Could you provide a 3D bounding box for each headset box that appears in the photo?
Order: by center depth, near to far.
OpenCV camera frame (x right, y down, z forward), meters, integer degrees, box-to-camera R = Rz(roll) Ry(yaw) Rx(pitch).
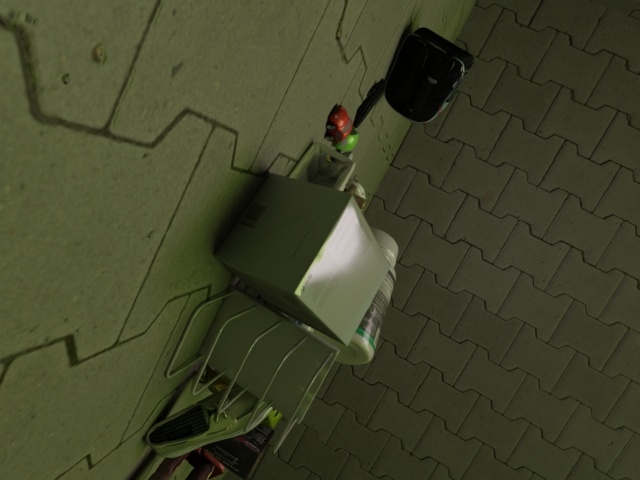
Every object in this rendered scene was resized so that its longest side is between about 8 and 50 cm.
[{"bbox_3d":[-0.315,0.750,1.661,0.110,0.218,0.293,-61,173,-3],"label":"headset box"}]

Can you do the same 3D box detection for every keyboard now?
[{"bbox_3d":[0.152,-0.417,1.325,0.180,0.023,0.108,-57,170,-33],"label":"keyboard"}]

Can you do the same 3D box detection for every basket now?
[{"bbox_3d":[-0.010,-0.119,1.012,0.167,0.113,0.103,-58,173,-22],"label":"basket"}]

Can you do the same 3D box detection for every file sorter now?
[{"bbox_3d":[-0.141,0.253,0.902,0.193,0.278,0.173,-63,167,11],"label":"file sorter"}]

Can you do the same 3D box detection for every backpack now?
[{"bbox_3d":[0.333,-0.515,1.409,0.191,0.225,0.253,-45,166,-47],"label":"backpack"}]

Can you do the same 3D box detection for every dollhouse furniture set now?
[{"bbox_3d":[-0.417,0.653,1.121,0.374,0.152,0.201,-46,-175,41],"label":"dollhouse furniture set"}]

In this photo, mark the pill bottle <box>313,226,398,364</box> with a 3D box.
[{"bbox_3d":[0.097,0.148,1.264,0.204,0.204,0.361,106,6,-55],"label":"pill bottle"}]

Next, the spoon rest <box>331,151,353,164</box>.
[{"bbox_3d":[0.035,-0.156,1.263,0.276,0.084,0.137,-53,168,-41],"label":"spoon rest"}]

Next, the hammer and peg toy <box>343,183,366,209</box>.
[{"bbox_3d":[0.000,0.000,1.421,0.361,0.127,0.266,-53,170,-44],"label":"hammer and peg toy"}]

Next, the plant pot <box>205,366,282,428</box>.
[{"bbox_3d":[-0.170,0.342,1.213,0.227,0.228,0.207,-56,164,-30],"label":"plant pot"}]

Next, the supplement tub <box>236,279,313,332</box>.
[{"bbox_3d":[-0.110,0.173,1.062,0.144,0.200,0.144,-60,172,-14],"label":"supplement tub"}]

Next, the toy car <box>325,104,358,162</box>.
[{"bbox_3d":[0.054,-0.253,1.161,0.225,0.053,0.239,-50,166,-53],"label":"toy car"}]

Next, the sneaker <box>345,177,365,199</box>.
[{"bbox_3d":[0.082,-0.104,1.680,0.118,0.110,0.292,-41,159,-44],"label":"sneaker"}]

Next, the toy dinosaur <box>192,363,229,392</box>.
[{"bbox_3d":[-0.257,0.334,1.076,0.053,0.092,0.183,-56,170,-38],"label":"toy dinosaur"}]

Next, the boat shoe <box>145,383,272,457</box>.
[{"bbox_3d":[-0.238,0.401,0.997,0.302,0.109,0.094,-25,154,-11],"label":"boat shoe"}]

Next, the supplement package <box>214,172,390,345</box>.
[{"bbox_3d":[-0.021,0.041,0.864,0.199,0.198,0.262,-59,145,-17],"label":"supplement package"}]
